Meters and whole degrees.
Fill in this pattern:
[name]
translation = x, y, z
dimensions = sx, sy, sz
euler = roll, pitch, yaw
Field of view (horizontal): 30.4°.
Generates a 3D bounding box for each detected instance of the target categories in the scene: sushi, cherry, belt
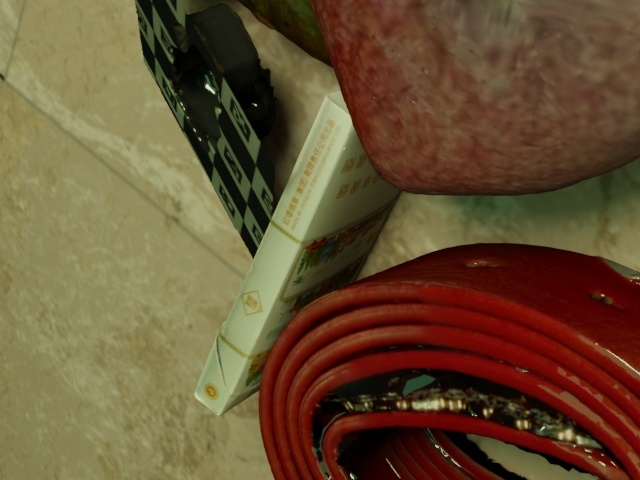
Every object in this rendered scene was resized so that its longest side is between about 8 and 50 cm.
[sushi]
translation = -0.054, -0.093, 0.746
dimensions = 0.192, 0.050, 0.215
euler = 60, 168, 13
[cherry]
translation = 0.104, -0.138, 0.565
dimensions = 0.239, 0.206, 0.239
euler = 28, 150, 18
[belt]
translation = 0.119, 0.124, 0.672
dimensions = 0.323, 0.115, 0.227
euler = 13, 112, 36

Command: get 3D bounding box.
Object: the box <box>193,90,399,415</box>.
[box]
translation = 0.001, 0.000, 0.723
dimensions = 0.032, 0.122, 0.220
euler = 36, 121, 18

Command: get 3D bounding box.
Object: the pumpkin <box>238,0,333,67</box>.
[pumpkin]
translation = -0.027, -0.263, 0.691
dimensions = 0.258, 0.095, 0.290
euler = 28, 121, 25
